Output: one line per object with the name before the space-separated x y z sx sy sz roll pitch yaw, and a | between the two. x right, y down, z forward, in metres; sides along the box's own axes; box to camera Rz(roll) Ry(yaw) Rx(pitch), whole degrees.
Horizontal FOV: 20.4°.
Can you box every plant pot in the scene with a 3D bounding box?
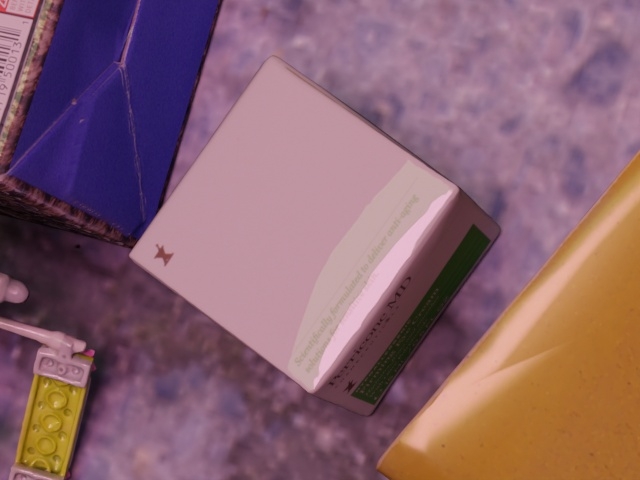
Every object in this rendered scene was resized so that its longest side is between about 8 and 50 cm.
plant pot | 0.166 0.052 0.604 0.187 0.212 0.212 41 92 9

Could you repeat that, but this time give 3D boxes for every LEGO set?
LEGO set | -0.150 0.047 0.701 0.107 0.287 0.132 17 44 1

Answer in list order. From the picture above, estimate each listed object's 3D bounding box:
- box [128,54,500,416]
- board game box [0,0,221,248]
box | 0.000 0.000 0.722 0.102 0.087 0.101 36 91 22
board game box | -0.198 -0.147 0.789 0.291 0.141 0.232 14 83 20
